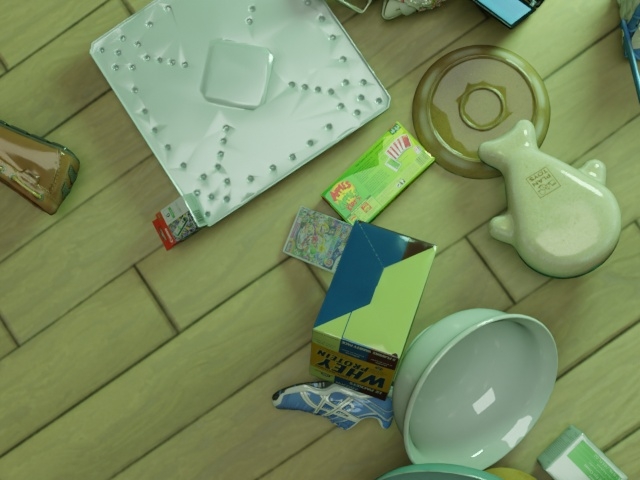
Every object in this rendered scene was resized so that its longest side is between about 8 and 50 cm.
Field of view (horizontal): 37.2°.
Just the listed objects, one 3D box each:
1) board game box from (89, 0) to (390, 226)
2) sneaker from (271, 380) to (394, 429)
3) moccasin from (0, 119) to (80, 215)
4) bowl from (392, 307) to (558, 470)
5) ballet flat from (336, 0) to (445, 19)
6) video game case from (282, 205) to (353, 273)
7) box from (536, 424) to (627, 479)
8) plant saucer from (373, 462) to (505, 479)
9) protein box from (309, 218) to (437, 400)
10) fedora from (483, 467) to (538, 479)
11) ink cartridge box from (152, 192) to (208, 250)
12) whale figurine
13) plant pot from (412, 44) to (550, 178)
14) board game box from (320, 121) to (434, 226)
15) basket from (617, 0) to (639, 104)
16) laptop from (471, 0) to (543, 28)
[{"bbox_3d":[-0.140,-0.283,1.655,0.390,0.050,0.390,-34,83,2],"label":"board game box"},{"bbox_3d":[0.023,0.273,1.578,0.211,0.080,0.081,-2,82,6],"label":"sneaker"},{"bbox_3d":[-0.613,-0.152,1.651,0.380,0.139,0.147,25,79,-3],"label":"moccasin"},{"bbox_3d":[0.220,0.219,1.506,0.298,0.298,0.134,-50,41,-1],"label":"bowl"},{"bbox_3d":[0.095,-0.421,1.624,0.241,0.091,0.077,14,99,-5],"label":"ballet flat"},{"bbox_3d":[0.000,0.000,1.612,0.122,0.011,0.087,22,90,30],"label":"video game case"},{"bbox_3d":[0.417,0.366,1.525,0.087,0.102,0.101,-45,84,2],"label":"box"},{"bbox_3d":[0.206,0.440,1.478,0.318,0.317,0.043,11,43,6],"label":"plant saucer"},{"bbox_3d":[0.079,0.113,1.498,0.136,0.201,0.199,19,64,7],"label":"protein box"},{"bbox_3d":[0.301,0.419,1.523,0.194,0.194,0.079,13,50,6],"label":"fedora"},{"bbox_3d":[-0.249,-0.028,1.623,0.115,0.029,0.062,-30,86,35],"label":"ink cartridge box"},{"bbox_3d":[0.369,-0.062,1.558,0.216,0.141,0.272,-33,71,0],"label":"whale figurine"},{"bbox_3d":[0.275,-0.223,1.624,0.237,0.032,0.236,-1,84,5],"label":"plant pot"},{"bbox_3d":[0.098,-0.105,1.623,0.181,0.043,0.092,-44,83,0],"label":"board game box"},{"bbox_3d":[0.601,-0.348,1.520,0.255,0.201,0.288,-15,74,3],"label":"basket"},{"bbox_3d":[0.301,-0.503,1.593,0.234,0.136,0.264,39,89,6],"label":"laptop"}]
